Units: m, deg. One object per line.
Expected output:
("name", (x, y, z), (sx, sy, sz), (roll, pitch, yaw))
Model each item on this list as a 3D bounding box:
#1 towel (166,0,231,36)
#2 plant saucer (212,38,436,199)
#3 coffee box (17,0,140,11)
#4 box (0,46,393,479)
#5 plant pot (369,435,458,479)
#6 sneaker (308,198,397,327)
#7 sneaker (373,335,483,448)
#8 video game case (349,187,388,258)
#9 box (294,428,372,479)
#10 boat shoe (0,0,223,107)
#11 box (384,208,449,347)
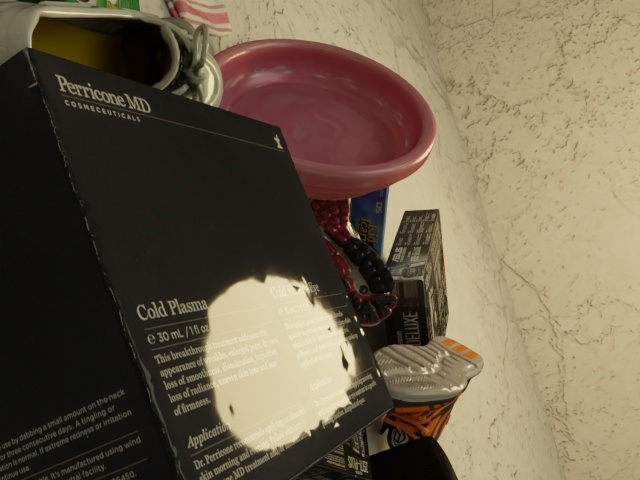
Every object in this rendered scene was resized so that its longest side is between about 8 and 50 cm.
("towel", (-0.196, -0.394, 0.999), (0.197, 0.029, 0.144), (69, 24, -3))
("plant saucer", (-0.008, -0.166, 0.965), (0.332, 0.332, 0.084), (-81, -175, -49))
("coffee box", (-0.266, -0.277, 0.733), (0.184, 0.040, 0.113), (25, 50, -60))
("box", (-0.123, 0.056, 0.575), (0.343, 0.179, 0.312), (2, 65, -66))
("plant pot", (0.118, 0.371, 0.907), (0.187, 0.188, 0.167), (64, 11, -14))
("sneaker", (0.000, 0.000, 1.037), (0.299, 0.121, 0.112), (63, -14, 9))
("sneaker", (0.140, 0.254, 1.027), (0.321, 0.124, 0.180), (5, 111, -57))
("video game case", (0.085, -0.081, 1.170), (0.244, 0.061, 0.269), (-82, 175, -49))
("box", (-0.017, 0.215, 0.840), (0.180, 0.077, 0.147), (38, 38, -51))
("boat shoe", (-0.168, -0.168, 0.673), (0.367, 0.156, 0.136), (-7, 100, -65))
("box", (0.183, 0.110, 1.283), (0.307, 0.076, 0.242), (-61, 145, -61))
